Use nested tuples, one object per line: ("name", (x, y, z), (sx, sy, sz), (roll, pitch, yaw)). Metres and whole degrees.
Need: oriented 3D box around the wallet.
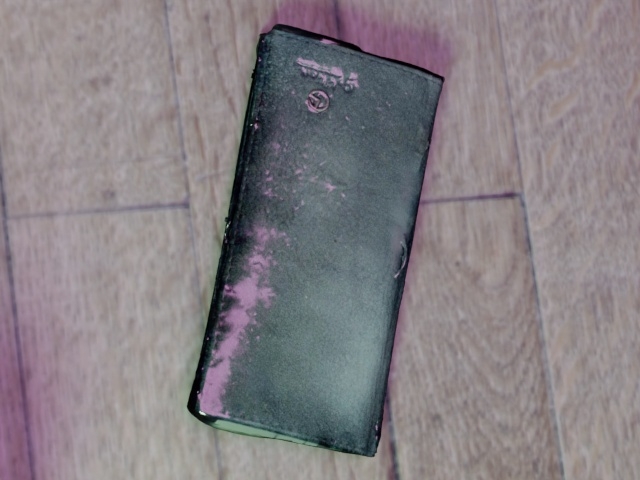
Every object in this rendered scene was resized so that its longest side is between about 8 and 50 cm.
("wallet", (0.000, 0.000, 1.515), (0.190, 0.046, 0.379), (15, 75, -20))
